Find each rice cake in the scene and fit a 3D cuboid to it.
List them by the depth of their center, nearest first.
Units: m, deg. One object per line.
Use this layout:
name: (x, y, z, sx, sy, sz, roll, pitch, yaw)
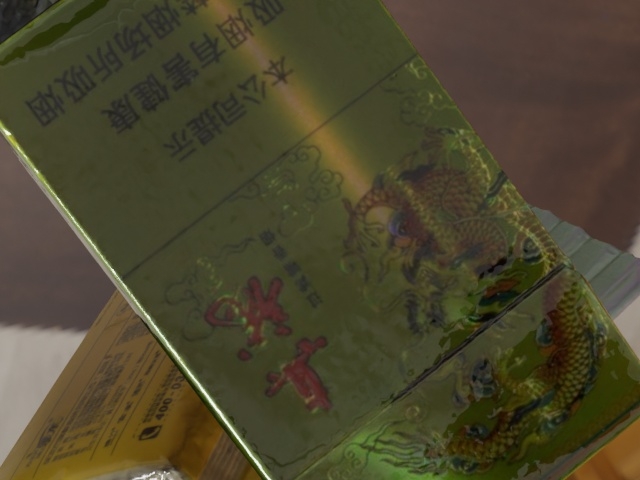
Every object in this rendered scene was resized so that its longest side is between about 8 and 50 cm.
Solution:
rice cake: (0.137, 0.057, 1.584, 0.198, 0.189, 0.037, -46, 138, -18)

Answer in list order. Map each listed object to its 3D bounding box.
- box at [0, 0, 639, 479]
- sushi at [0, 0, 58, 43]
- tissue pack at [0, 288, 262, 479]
box: (0.000, 0.000, 0.897, 0.173, 0.043, 0.311, -37, 99, -8)
sushi: (-0.165, -0.170, 1.194, 0.126, 0.225, 0.136, 5, 143, 9)
tissue pack: (-0.091, 0.160, 1.786, 0.293, 0.382, 0.228, -19, 118, 39)
